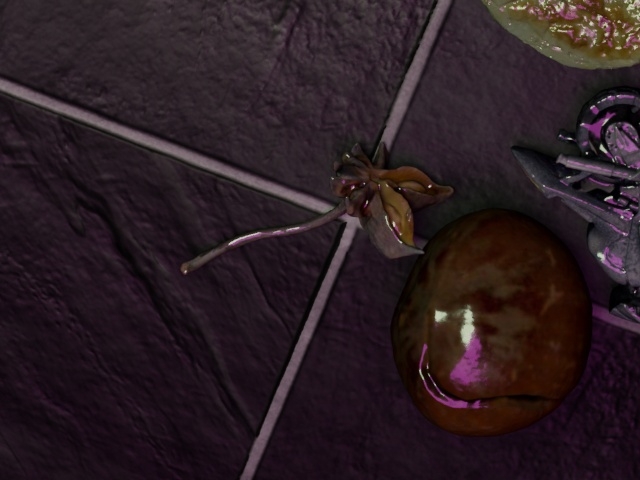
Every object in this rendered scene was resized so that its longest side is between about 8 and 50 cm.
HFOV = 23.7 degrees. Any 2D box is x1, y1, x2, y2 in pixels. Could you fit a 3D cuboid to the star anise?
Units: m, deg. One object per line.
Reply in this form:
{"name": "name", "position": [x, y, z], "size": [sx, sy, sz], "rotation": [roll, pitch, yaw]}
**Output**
{"name": "star anise", "position": [0.000, 0.000, 1.608], "size": [0.219, 0.148, 0.227], "rotation": [9, 145, -32]}

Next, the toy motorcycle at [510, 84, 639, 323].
{"name": "toy motorcycle", "position": [0.338, -0.012, 1.568], "size": [0.173, 0.108, 0.307], "rotation": [-35, 102, 21]}

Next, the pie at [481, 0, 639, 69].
{"name": "pie", "position": [0.268, -0.278, 1.498], "size": [0.241, 0.054, 0.240], "rotation": [1, 111, 2]}

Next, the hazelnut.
{"name": "hazelnut", "position": [0.161, 0.084, 1.562], "size": [0.218, 0.218, 0.233], "rotation": [2, 81, 4]}
